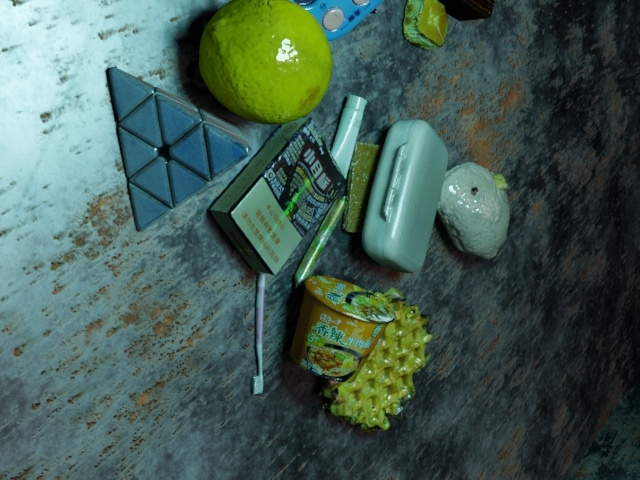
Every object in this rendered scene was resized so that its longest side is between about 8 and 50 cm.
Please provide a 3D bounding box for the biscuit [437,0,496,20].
[{"bbox_3d":[0.329,-0.679,1.957,0.388,0.107,0.073,8,92,-48],"label":"biscuit"}]

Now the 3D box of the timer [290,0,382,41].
[{"bbox_3d":[0.026,-0.607,1.540,0.340,0.115,0.309,-41,136,9],"label":"timer"}]

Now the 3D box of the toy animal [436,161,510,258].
[{"bbox_3d":[0.460,-0.088,2.159,0.226,0.188,0.358,-51,131,-21],"label":"toy animal"}]

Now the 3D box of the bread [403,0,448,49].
[{"bbox_3d":[0.281,-0.583,1.953,0.140,0.069,0.128,13,86,-45],"label":"bread"}]

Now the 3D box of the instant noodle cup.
[{"bbox_3d":[0.038,0.212,1.724,0.230,0.230,0.182,7,109,-48],"label":"instant noodle cup"}]

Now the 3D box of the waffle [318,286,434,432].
[{"bbox_3d":[0.154,0.322,1.973,0.379,0.095,0.382,35,74,-45],"label":"waffle"}]

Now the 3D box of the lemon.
[{"bbox_3d":[-0.105,-0.353,1.441,0.267,0.267,0.267,-12,106,-46],"label":"lemon"}]

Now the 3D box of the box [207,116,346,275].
[{"bbox_3d":[-0.088,-0.101,1.628,0.310,0.084,0.198,-53,132,-26],"label":"box"}]

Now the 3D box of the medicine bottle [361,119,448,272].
[{"bbox_3d":[0.224,-0.113,1.915,0.282,0.123,0.375,31,70,-58],"label":"medicine bottle"}]

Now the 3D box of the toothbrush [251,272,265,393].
[{"bbox_3d":[-0.141,0.215,1.678,0.025,0.020,0.287,-5,101,-41],"label":"toothbrush"}]

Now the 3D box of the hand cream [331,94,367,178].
[{"bbox_3d":[0.062,-0.252,1.793,0.078,0.050,0.205,16,90,-48],"label":"hand cream"}]

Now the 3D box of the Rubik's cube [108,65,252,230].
[{"bbox_3d":[-0.257,-0.184,1.384,0.228,0.228,0.233,98,-19,-62],"label":"Rubik's cube"}]

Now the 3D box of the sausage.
[{"bbox_3d":[0.000,0.000,1.781,0.033,0.032,0.269,47,63,-42],"label":"sausage"}]

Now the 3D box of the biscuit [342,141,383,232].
[{"bbox_3d":[0.110,-0.134,1.882,0.131,0.025,0.231,2,97,-49],"label":"biscuit"}]

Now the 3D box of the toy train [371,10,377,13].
[{"bbox_3d":[0.095,-0.600,1.758,0.138,0.050,0.087,24,77,-48],"label":"toy train"}]
